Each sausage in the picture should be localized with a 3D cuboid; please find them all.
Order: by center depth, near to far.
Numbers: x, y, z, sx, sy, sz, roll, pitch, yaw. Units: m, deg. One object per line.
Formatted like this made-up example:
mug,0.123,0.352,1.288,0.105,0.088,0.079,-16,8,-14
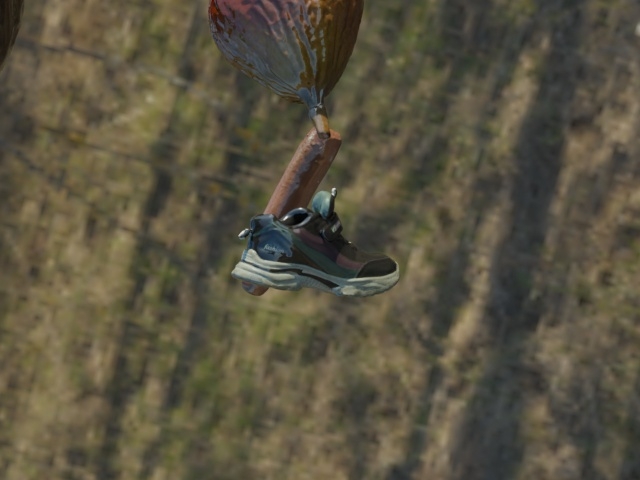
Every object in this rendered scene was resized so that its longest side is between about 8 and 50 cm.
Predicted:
sausage,-0.033,-0.031,1.711,0.186,0.043,0.043,-63,22,6

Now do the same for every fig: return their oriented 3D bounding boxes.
fig,-0.030,-0.154,1.254,0.119,0.119,0.153,-54,17,44

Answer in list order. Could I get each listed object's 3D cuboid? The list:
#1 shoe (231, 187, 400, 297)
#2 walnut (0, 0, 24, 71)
shoe,0.000,0.000,1.577,0.071,0.169,0.099,9,95,64
walnut,-0.361,-0.242,1.506,0.261,0.225,0.225,94,174,-49
